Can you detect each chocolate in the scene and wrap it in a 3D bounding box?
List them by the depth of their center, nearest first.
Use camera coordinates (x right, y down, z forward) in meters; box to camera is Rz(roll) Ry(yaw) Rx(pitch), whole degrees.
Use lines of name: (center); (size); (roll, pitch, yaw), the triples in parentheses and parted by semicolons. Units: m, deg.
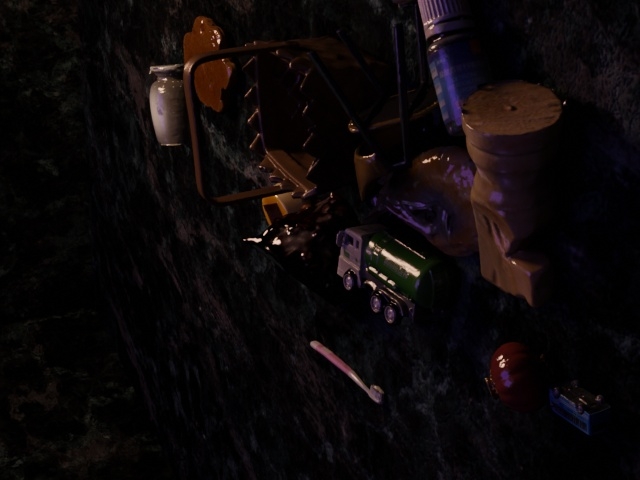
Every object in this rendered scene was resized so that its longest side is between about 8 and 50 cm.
chocolate: (0.000, 0.000, 1.780); (0.224, 0.177, 0.206); (36, 178, 38)

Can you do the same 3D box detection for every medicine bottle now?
medicine bottle: (0.188, -0.249, 1.288); (0.083, 0.083, 0.203); (-27, 76, 64)

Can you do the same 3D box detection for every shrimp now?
shrimp: (0.165, -0.048, 1.443); (0.317, 0.077, 0.168); (-19, 86, 62)

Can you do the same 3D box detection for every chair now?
chair: (0.098, -0.194, 1.377); (0.172, 0.158, 0.246); (-15, 109, 24)

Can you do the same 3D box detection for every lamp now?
lamp: (0.273, 0.188, 1.296); (0.101, 0.090, 0.101); (60, -169, -19)

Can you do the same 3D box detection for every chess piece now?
chess piece: (0.250, -0.049, 1.230); (0.137, 0.137, 0.300); (48, 155, 47)

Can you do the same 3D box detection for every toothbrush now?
toothbrush: (0.051, 0.255, 1.882); (0.286, 0.020, 0.025); (31, 120, 57)

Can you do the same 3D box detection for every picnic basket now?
picnic basket: (-0.062, -0.204, 1.570); (0.291, 0.321, 0.254); (-140, 41, -56)

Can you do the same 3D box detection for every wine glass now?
wine glass: (-0.379, -0.349, 2.410); (0.111, 0.111, 0.204); (24, 121, 60)

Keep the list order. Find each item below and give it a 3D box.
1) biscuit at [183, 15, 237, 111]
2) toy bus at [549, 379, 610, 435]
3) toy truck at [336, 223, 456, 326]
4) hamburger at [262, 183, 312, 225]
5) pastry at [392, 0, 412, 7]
biscuit: (-0.252, -0.413, 2.195); (0.290, 0.041, 0.208); (36, 134, 54)
toy bus: (0.338, 0.218, 1.234); (0.083, 0.038, 0.046); (33, 133, 58)
toy truck: (0.123, 0.050, 1.546); (0.242, 0.101, 0.125); (34, 126, 53)
hamburger: (-0.061, -0.068, 1.903); (0.141, 0.081, 0.126); (61, 155, 7)
pastry: (0.097, -0.410, 1.338); (0.166, 0.166, 0.088); (127, 150, -59)
